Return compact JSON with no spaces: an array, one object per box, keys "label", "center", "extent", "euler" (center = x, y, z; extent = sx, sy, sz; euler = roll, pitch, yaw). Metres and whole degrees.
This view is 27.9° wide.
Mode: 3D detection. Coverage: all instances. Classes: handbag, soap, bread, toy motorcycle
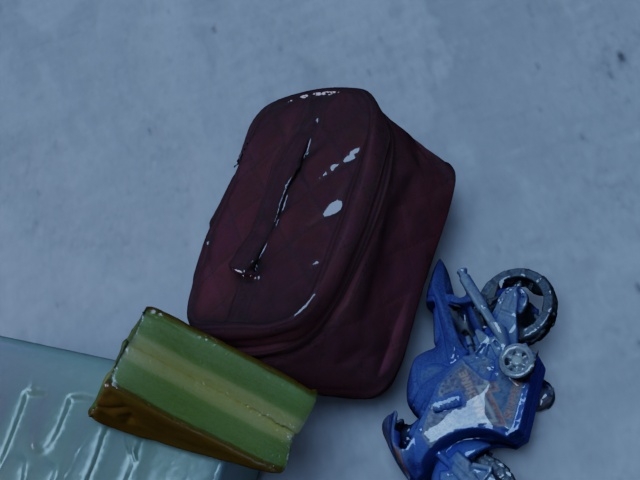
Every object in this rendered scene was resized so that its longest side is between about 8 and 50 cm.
[{"label":"handbag","center":[0.000,0.000,0.976],"extent":[0.146,0.135,0.225],"euler":[2,64,42]},{"label":"soap","center":[-0.197,0.174,0.982],"extent":[0.289,0.095,0.173],"euler":[10,68,20]},{"label":"bread","center":[-0.085,0.116,0.921],"extent":[0.139,0.084,0.074],"euler":[26,63,-8]},{"label":"toy motorcycle","center":[0.107,0.110,0.947],"extent":[0.114,0.076,0.205],"euler":[5,66,25]}]
